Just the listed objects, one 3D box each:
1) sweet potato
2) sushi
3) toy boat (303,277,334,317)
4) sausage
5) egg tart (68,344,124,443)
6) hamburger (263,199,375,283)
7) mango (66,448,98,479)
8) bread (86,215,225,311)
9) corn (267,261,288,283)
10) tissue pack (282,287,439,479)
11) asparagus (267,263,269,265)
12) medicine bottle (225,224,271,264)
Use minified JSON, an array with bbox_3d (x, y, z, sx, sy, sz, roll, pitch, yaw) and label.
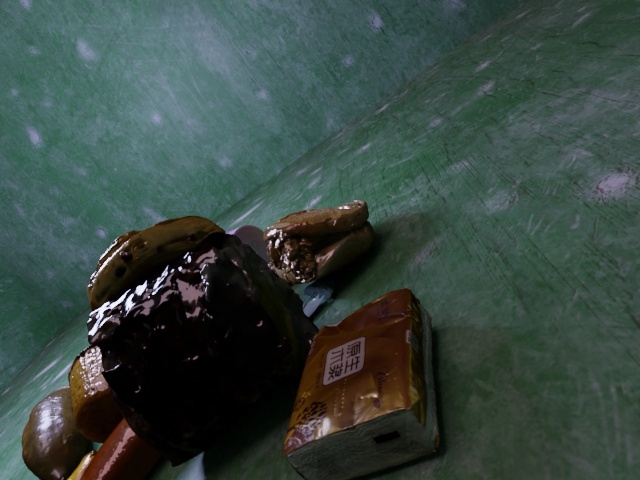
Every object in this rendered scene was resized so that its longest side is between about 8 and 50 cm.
[{"bbox_3d":[-0.634,0.465,1.145,0.158,0.158,0.369,-44,18,-18],"label":"sweet potato"},{"bbox_3d":[-0.187,0.161,0.795,0.294,0.299,0.281,-34,18,9],"label":"sushi"},{"bbox_3d":[-0.021,0.129,0.980,0.105,0.034,0.149,-27,20,39],"label":"toy boat"},{"bbox_3d":[-0.362,0.408,0.852,0.097,0.094,0.348,-1,46,53],"label":"sausage"},{"bbox_3d":[-0.445,0.332,1.055,0.215,0.215,0.171,-38,32,-1],"label":"egg tart"},{"bbox_3d":[0.000,0.000,1.054,0.243,0.146,0.286,-18,9,15],"label":"hamburger"},{"bbox_3d":[-0.465,0.470,0.950,0.101,0.066,0.187,-54,17,-20],"label":"mango"},{"bbox_3d":[-0.312,0.037,0.908,0.210,0.099,0.235,-42,-12,35],"label":"bread"},{"bbox_3d":[-0.120,0.103,1.181,0.237,0.079,0.079,-47,20,-16],"label":"corn"},{"bbox_3d":[0.058,0.181,0.618,0.183,0.092,0.226,-29,22,24],"label":"tissue pack"},{"bbox_3d":[-0.131,0.085,1.299,0.178,0.041,0.045,-5,65,38],"label":"asparagus"},{"bbox_3d":[-0.280,0.052,1.476,0.254,0.152,0.152,-20,25,45],"label":"medicine bottle"}]
